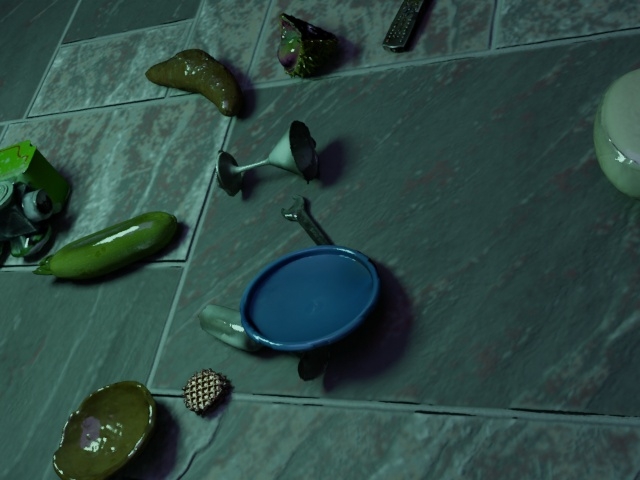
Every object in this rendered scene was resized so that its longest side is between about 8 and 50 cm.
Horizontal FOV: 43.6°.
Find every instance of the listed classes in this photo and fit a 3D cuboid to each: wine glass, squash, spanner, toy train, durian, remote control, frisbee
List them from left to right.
[{"bbox_3d":[-0.712,-0.081,1.781,0.307,0.173,0.248,-14,45,20],"label":"toy train"},{"bbox_3d":[-0.439,0.024,1.611,0.341,0.094,0.094,-19,52,13],"label":"squash"},{"bbox_3d":[-0.108,0.164,1.352,0.262,0.074,0.074,17,69,38],"label":"wine glass"},{"bbox_3d":[-0.107,-0.152,1.531,0.183,0.122,0.122,-12,54,23],"label":"wine glass"},{"bbox_3d":[-0.033,-0.395,1.682,0.108,0.119,0.186,-68,30,25],"label":"durian"},{"bbox_3d":[-0.015,0.099,1.319,0.242,0.045,0.242,-12,37,9],"label":"frisbee"},{"bbox_3d":[0.000,0.000,1.435,0.054,0.015,0.254,-37,50,-1],"label":"spanner"},{"bbox_3d":[0.188,-0.471,1.639,0.059,0.028,0.212,14,68,31],"label":"remote control"}]

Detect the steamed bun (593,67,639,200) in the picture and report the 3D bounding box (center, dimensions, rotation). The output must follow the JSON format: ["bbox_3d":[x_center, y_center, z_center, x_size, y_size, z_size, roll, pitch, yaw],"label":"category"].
[{"bbox_3d":[0.498,-0.150,1.190,0.177,0.130,0.228,-8,54,11],"label":"steamed bun"}]

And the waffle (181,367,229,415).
[{"bbox_3d":[-0.196,0.255,1.361,0.075,0.029,0.083,30,74,36],"label":"waffle"}]

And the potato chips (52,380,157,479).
[{"bbox_3d":[-0.359,0.338,1.373,0.208,0.062,0.195,-47,44,-5],"label":"potato chips"}]

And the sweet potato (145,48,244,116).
[{"bbox_3d":[-0.277,-0.368,1.779,0.341,0.092,0.114,29,92,39],"label":"sweet potato"}]
